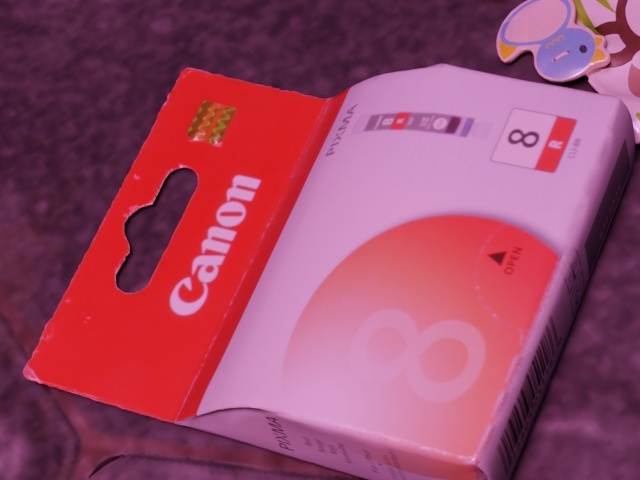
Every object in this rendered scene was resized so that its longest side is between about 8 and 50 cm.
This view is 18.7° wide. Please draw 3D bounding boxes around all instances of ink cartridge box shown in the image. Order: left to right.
[{"bbox_3d":[0.000,0.000,0.659,0.179,0.045,0.145,15,62,20],"label":"ink cartridge box"}]

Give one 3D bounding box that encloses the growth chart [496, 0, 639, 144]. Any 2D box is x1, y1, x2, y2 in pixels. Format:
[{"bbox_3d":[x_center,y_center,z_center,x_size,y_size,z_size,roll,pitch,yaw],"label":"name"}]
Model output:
[{"bbox_3d":[0.146,-0.104,0.702,0.172,0.021,0.237,-37,56,-9],"label":"growth chart"}]
